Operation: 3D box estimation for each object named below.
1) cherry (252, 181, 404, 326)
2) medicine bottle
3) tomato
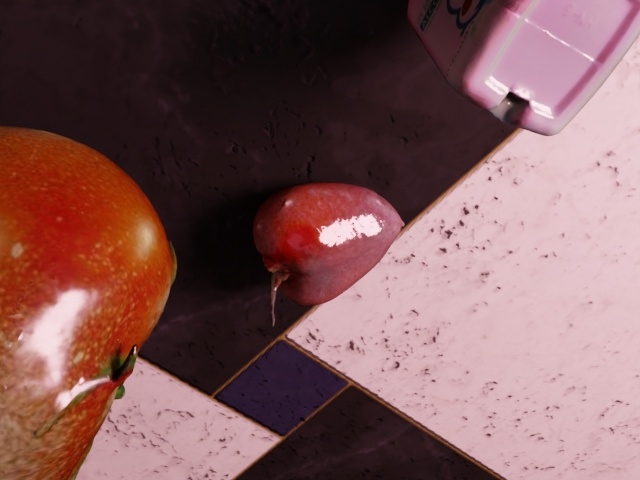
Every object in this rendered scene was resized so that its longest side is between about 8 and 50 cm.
[{"bbox_3d":[0.000,0.002,0.716,0.126,0.087,0.106,-12,121,-25],"label":"cherry"},{"bbox_3d":[0.123,-0.166,0.556,0.094,0.188,0.119,21,118,-24],"label":"medicine bottle"},{"bbox_3d":[-0.255,0.067,0.618,0.239,0.303,0.303,28,117,-9],"label":"tomato"}]
